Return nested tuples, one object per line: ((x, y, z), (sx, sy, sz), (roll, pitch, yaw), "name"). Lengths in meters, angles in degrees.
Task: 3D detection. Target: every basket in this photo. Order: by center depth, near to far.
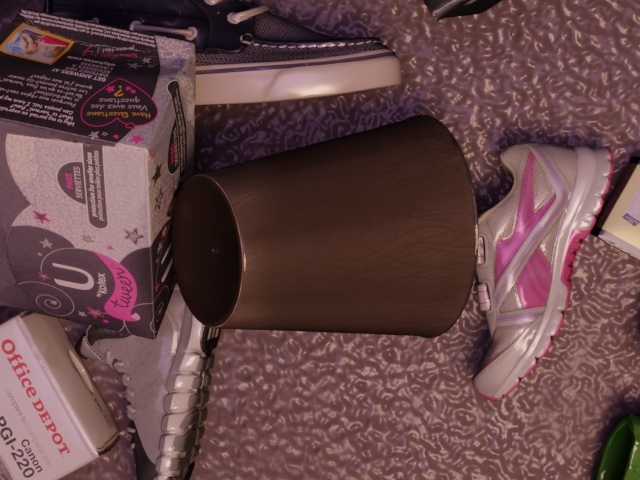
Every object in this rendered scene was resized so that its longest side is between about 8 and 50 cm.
((0.000, 0.000, 1.068), (0.227, 0.154, 0.204), (-7, 102, -32), "basket")

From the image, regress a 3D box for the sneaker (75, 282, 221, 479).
((-0.176, 0.143, 1.191), (0.132, 0.086, 0.229), (11, 85, 9), "sneaker")

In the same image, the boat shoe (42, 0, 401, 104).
((-0.098, -0.202, 1.126), (0.340, 0.127, 0.158), (-1, 97, 9), "boat shoe")

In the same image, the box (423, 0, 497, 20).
((0.137, -0.429, 1.019), (0.293, 0.212, 0.395), (-30, 90, 22), "box")

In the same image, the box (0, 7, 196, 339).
((-0.200, -0.050, 1.080), (0.163, 0.142, 0.247), (12, 140, 5), "box")

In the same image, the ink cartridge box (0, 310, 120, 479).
((-0.328, 0.182, 1.196), (0.218, 0.092, 0.158), (-29, 91, 5), "ink cartridge box")

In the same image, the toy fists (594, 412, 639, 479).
((0.348, 0.149, 1.115), (0.142, 0.096, 0.279), (14, 103, -5), "toy fists")

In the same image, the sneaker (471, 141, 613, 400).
((0.179, 0.021, 1.140), (0.111, 0.103, 0.252), (19, 89, 8), "sneaker")

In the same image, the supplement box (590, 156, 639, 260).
((0.306, -0.022, 1.139), (0.083, 0.056, 0.083), (29, 96, 3), "supplement box")
